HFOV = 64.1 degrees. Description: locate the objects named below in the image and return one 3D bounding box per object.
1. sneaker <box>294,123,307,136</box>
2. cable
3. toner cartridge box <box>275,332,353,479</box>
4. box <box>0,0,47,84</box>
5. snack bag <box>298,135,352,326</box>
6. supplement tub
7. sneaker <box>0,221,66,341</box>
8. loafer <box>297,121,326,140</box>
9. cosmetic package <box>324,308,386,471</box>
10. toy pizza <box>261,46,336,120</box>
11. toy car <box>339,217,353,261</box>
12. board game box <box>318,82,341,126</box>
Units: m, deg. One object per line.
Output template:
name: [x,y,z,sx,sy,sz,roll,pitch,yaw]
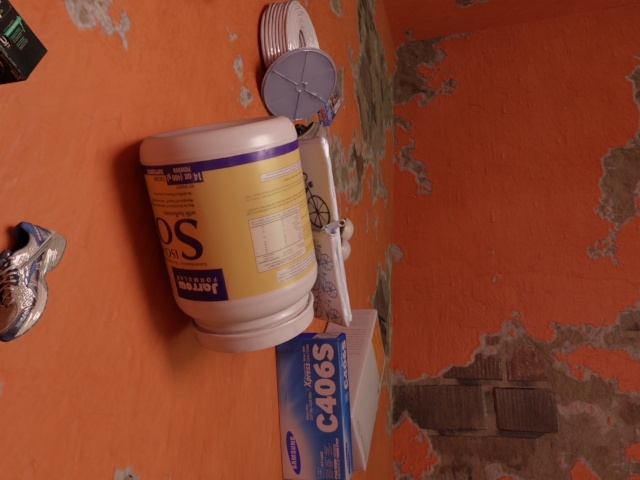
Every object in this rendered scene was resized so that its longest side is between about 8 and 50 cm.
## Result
sneaker: [-0.055,-0.234,1.401,0.078,0.067,0.188,48,45,-73]
cable: [-0.074,-0.494,1.351,0.257,0.089,0.257,-71,153,-50]
toner cartridge box: [-0.015,0.405,1.254,0.075,0.165,0.348,-4,90,-72]
box: [-0.333,-0.205,0.508,0.083,0.062,0.052,64,29,-50]
snack bag: [-0.072,-0.026,0.971,0.037,0.323,0.343,-18,108,-37]
supplement tub: [-0.134,-0.017,0.818,0.241,0.241,0.331,-50,134,-66]
sneaker: [-0.322,0.039,0.539,0.058,0.052,0.135,48,34,-49]
loafer: [-0.071,-0.215,1.259,0.111,0.112,0.319,37,39,-11]
cosmetic package: [0.082,0.435,1.566,0.453,0.161,0.230,-65,147,-55]
toy pizza: [-0.055,-0.388,1.267,0.032,0.201,0.201,60,-1,36]
toy car: [0.000,0.000,1.453,0.136,0.159,0.182,120,-14,-49]
board game box: [0.025,-0.494,1.763,0.201,0.035,0.136,-68,150,-54]
